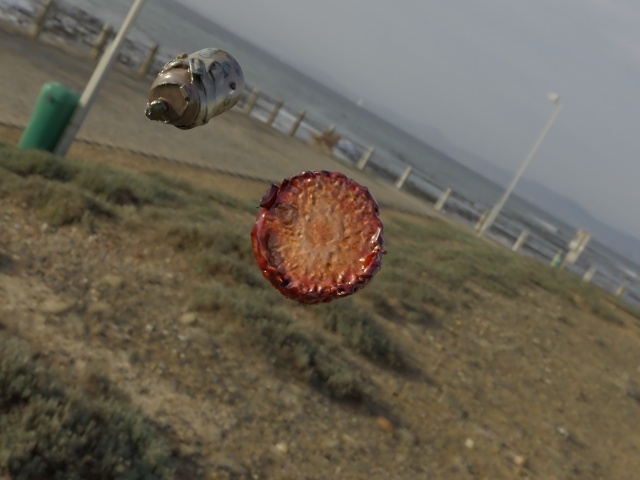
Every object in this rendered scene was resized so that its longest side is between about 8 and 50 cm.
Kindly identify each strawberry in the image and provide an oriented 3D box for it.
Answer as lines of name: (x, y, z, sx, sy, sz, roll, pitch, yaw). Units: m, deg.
strawberry: (0.000, 0.000, 0.994, 0.145, 0.145, 0.086, 31, -20, 8)

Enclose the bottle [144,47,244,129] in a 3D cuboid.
bottle: (-0.168, -0.198, 1.290, 0.099, 0.099, 0.152, 31, 27, 9)
